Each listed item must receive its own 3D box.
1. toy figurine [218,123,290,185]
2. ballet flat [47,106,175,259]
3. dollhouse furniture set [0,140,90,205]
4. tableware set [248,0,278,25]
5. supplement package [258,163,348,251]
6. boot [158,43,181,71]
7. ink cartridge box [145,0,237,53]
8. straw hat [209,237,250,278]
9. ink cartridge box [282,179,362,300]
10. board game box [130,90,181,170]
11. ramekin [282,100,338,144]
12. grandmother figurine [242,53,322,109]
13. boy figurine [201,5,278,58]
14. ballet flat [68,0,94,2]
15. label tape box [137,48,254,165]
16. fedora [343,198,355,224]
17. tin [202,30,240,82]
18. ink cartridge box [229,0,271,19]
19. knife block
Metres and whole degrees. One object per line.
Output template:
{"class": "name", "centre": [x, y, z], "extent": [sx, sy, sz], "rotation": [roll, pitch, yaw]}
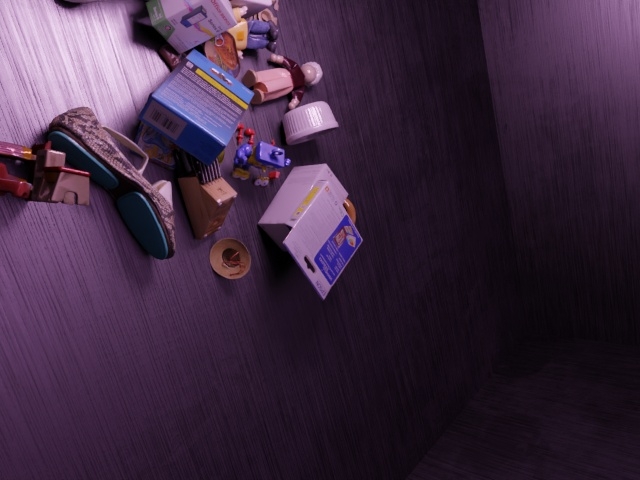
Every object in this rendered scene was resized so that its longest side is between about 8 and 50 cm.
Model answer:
{"class": "toy figurine", "centre": [-0.221, -0.315, 1.685], "extent": [0.363, 0.217, 0.191], "rotation": [16, 78, -45]}
{"class": "ballet flat", "centre": [-0.535, -0.170, 1.417], "extent": [0.482, 0.164, 0.182], "rotation": [55, 45, -26]}
{"class": "dollhouse furniture set", "centre": [-0.680, -0.170, 1.107], "extent": [0.201, 0.375, 0.152], "rotation": [7, 89, -47]}
{"class": "tableware set", "centre": [-0.195, -0.866, 1.837], "extent": [0.128, 0.039, 0.193], "rotation": [11, 82, -45]}
{"class": "supplement package", "centre": [-0.061, -0.119, 1.876], "extent": [0.175, 0.178, 0.292], "rotation": [50, 57, -36]}
{"class": "boot", "centre": [-0.446, -0.580, 1.586], "extent": [0.106, 0.037, 0.114], "rotation": [-50, 119, -36]}
{"class": "ink cartridge box", "centre": [-0.378, -0.673, 1.486], "extent": [0.154, 0.213, 0.093], "rotation": [40, 28, -72]}
{"class": "straw hat", "centre": [-0.302, 0.058, 1.710], "extent": [0.061, 0.145, 0.144], "rotation": [-72, 154, -81]}
{"class": "ink cartridge box", "centre": [0.000, 0.000, 1.772], "extent": [0.307, 0.072, 0.303], "rotation": [-53, 130, -28]}
{"class": "board game box", "centre": [-0.487, -0.335, 1.542], "extent": [0.136, 0.035, 0.201], "rotation": [24, 73, -43]}
{"class": "ramekin", "centre": [-0.044, -0.443, 1.883], "extent": [0.207, 0.207, 0.108], "rotation": [-23, 97, -43]}
{"class": "grandmother figurine", "centre": [-0.123, -0.596, 1.873], "extent": [0.343, 0.104, 0.207], "rotation": [-32, 121, -38]}
{"class": "boy figurine", "centre": [-0.285, -0.694, 1.672], "extent": [0.286, 0.092, 0.177], "rotation": [-12, 141, -33]}
{"class": "ballet flat", "centre": [-0.514, -0.734, 1.312], "extent": [0.401, 0.139, 0.139], "rotation": [-16, 104, -9]}
{"class": "label tape box", "centre": [-0.364, -0.410, 1.526], "extent": [0.241, 0.106, 0.333], "rotation": [34, 39, -18]}
{"class": "fedora", "centre": [0.055, -0.092, 2.043], "extent": [0.079, 0.195, 0.194], "rotation": [37, 58, -81]}
{"class": "tin", "centre": [-0.325, -0.603, 1.637], "extent": [0.106, 0.040, 0.189], "rotation": [-28, 147, -17]}
{"class": "ink cartridge box", "centre": [-0.364, -0.890, 1.573], "extent": [0.395, 0.166, 0.285], "rotation": [-13, 99, -45]}
{"class": "knife block", "centre": [-0.392, -0.171, 1.591], "extent": [0.242, 0.275, 0.088], "rotation": [45, 43, 10]}
